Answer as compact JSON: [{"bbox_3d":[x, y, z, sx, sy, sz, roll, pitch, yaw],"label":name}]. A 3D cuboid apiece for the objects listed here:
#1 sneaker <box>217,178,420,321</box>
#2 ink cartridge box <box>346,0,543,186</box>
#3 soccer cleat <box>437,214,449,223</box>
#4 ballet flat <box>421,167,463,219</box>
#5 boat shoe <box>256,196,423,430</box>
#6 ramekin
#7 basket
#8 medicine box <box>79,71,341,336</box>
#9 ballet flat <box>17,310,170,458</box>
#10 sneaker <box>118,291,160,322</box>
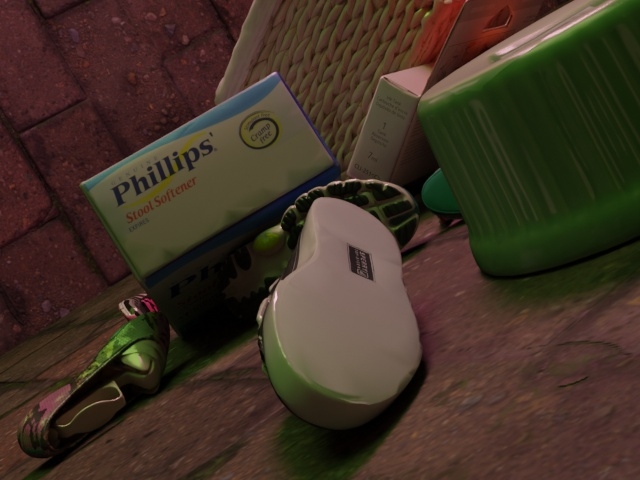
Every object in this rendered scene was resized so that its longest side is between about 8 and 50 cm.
[{"bbox_3d":[0.000,0.000,1.193,0.275,0.107,0.110,-25,0,37],"label":"sneaker"},{"bbox_3d":[0.169,-0.210,1.369,0.296,0.066,0.261,-26,-37,-56],"label":"ink cartridge box"},{"bbox_3d":[0.141,-0.041,1.169,0.036,0.029,0.083,-33,2,15],"label":"soccer cleat"},{"bbox_3d":[0.187,-0.066,1.080,0.188,0.070,0.070,-20,13,47],"label":"ballet flat"},{"bbox_3d":[0.000,0.065,0.772,0.102,0.108,0.301,-62,10,21],"label":"boat shoe"},{"bbox_3d":[0.224,-0.112,0.842,0.303,0.148,0.303,-30,7,4],"label":"ramekin"},{"bbox_3d":[0.081,-0.290,1.544,0.328,0.266,0.331,-26,-34,-56],"label":"basket"},{"bbox_3d":[-0.120,-0.034,1.323,0.263,0.149,0.289,-31,-15,-7],"label":"medicine box"},{"bbox_3d":[-0.226,0.159,1.153,0.079,0.077,0.221,5,37,46],"label":"ballet flat"},{"bbox_3d":[-0.265,0.101,1.681,0.075,0.063,0.170,-36,2,4],"label":"sneaker"}]
